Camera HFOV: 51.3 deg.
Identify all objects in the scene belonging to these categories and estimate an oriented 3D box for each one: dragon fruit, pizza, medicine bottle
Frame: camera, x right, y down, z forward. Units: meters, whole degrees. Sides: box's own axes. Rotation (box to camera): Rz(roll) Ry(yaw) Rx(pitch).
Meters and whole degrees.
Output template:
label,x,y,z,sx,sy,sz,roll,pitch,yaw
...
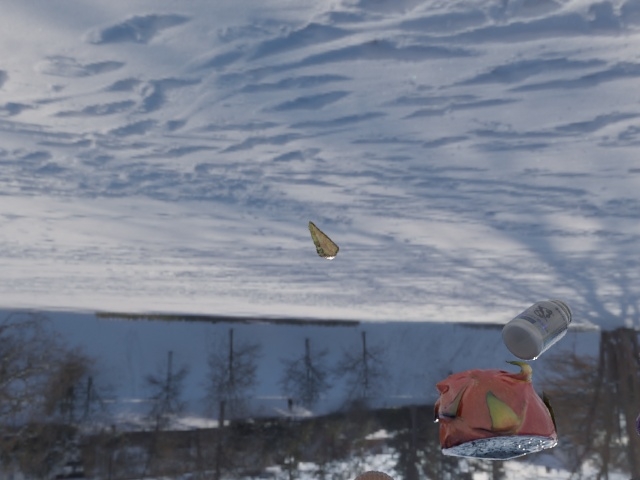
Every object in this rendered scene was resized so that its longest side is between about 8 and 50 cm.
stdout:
label,x,y,z,sx,sy,sz,roll,pitch,yaw
dragon fruit,0.402,0.408,1.586,0.290,0.189,0.291,-2,148,-1
pizza,0.000,0.000,1.635,0.026,0.109,0.123,-36,173,19
medicine bottle,0.548,0.215,1.665,0.191,0.107,0.107,-23,-172,-39

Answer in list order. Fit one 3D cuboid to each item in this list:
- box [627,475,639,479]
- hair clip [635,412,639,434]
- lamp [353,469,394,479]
label,x,y,z,sx,sy,sz,roll,pitch,yaw
box,0.823,0.743,1.674,0.188,0.252,0.153,-24,-152,9
hair clip,1.025,0.600,1.932,0.110,0.359,0.095,-25,-161,32
lamp,0.128,0.610,1.565,0.136,0.136,0.136,0,172,0
